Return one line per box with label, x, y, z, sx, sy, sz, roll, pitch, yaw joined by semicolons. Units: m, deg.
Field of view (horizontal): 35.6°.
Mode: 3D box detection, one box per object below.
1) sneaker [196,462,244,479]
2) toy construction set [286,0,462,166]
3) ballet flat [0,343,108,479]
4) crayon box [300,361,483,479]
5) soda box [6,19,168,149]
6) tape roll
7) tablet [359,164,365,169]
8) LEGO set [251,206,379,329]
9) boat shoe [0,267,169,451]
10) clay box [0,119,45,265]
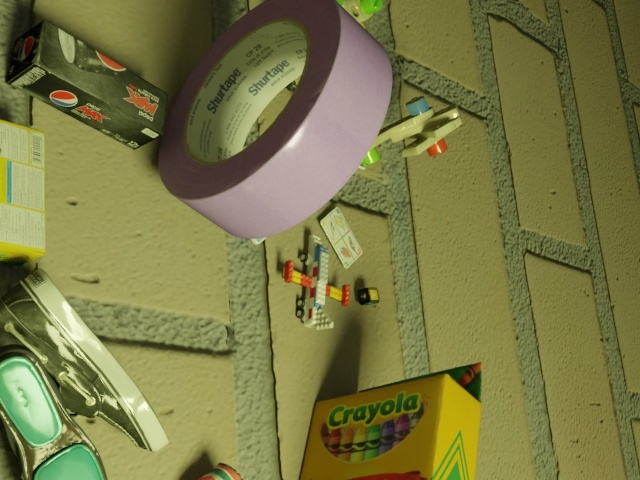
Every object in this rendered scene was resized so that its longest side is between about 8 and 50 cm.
sneaker;-0.098;0.319;1.039;0.075;0.057;0.161;-24;95;-36
toy construction set;0.048;-0.233;1.389;0.328;0.151;0.215;53;39;-5
ballet flat;-0.244;0.181;0.889;0.074;0.074;0.203;-40;114;-51
crayon box;0.072;0.279;1.137;0.081;0.202;0.319;41;45;-33
soda box;-0.244;-0.162;1.060;0.169;0.053;0.060;28;54;-42
tape roll;-0.055;-0.141;1.102;0.090;0.274;0.275;35;50;-37
tablet;0.045;-0.148;1.449;0.054;0.006;0.083;21;58;-45
LEGO set;0.000;0.000;1.290;0.182;0.060;0.244;-42;108;-46
boat shoe;-0.228;0.128;0.947;0.070;0.077;0.219;-39;112;-14
clay box;-0.351;-0.058;0.882;0.222;0.053;0.128;14;64;-46
